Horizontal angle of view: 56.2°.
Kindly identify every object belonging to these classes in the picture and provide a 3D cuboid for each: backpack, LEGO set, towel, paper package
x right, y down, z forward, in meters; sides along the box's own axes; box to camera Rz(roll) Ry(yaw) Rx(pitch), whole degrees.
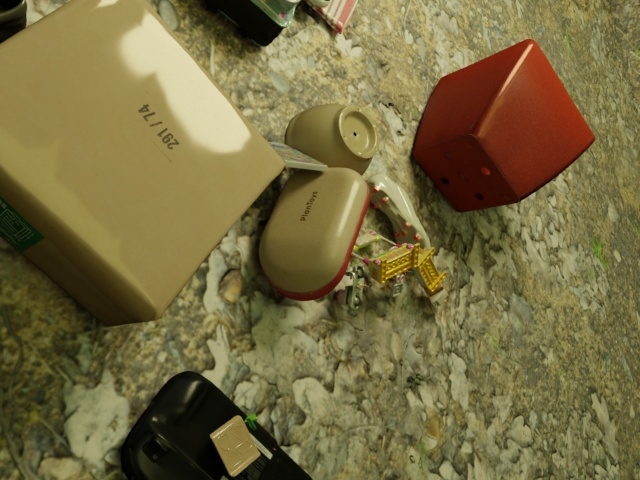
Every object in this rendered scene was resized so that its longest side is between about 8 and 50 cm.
[{"bbox_3d":[-0.096,-0.456,1.012,0.166,0.144,0.188,33,54,-23],"label":"backpack"},{"bbox_3d":[0.136,0.049,1.109,0.287,0.107,0.132,4,109,-45],"label":"LEGO set"},{"bbox_3d":[-0.009,-0.516,1.184,0.197,0.029,0.144,36,56,-24],"label":"towel"},{"bbox_3d":[-0.255,-0.102,0.745,0.325,0.168,0.309,49,51,-19],"label":"paper package"}]

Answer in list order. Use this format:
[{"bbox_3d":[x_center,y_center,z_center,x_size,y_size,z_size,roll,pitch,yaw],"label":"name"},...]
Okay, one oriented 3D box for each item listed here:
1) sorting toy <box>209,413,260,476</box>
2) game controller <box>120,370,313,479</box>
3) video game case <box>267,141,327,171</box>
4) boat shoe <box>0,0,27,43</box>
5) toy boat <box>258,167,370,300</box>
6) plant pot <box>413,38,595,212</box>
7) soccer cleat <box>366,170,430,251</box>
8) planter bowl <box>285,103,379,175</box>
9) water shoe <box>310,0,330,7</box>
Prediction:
[{"bbox_3d":[-0.106,0.267,0.799,0.083,0.012,0.062,-25,83,-52],"label":"sorting toy"},{"bbox_3d":[-0.118,0.326,0.814,0.319,0.067,0.166,50,36,-18],"label":"game controller"},{"bbox_3d":[-0.058,-0.139,0.970,0.087,0.122,0.011,1,113,-41],"label":"video game case"},{"bbox_3d":[-0.494,-0.282,0.640,0.335,0.096,0.112,1,76,-41],"label":"boat shoe"},{"bbox_3d":[0.000,0.000,0.975,0.231,0.151,0.151,-69,150,-31],"label":"toy boat"},{"bbox_3d":[0.358,-0.209,1.264,0.267,0.267,0.235,49,62,-19],"label":"plant pot"},{"bbox_3d":[0.159,-0.049,1.159,0.196,0.068,0.076,53,46,-11],"label":"soccer cleat"},{"bbox_3d":[0.035,-0.173,1.058,0.162,0.109,0.162,13,69,-38],"label":"planter bowl"},{"bbox_3d":[0.002,-0.540,1.128,0.073,0.080,0.203,8,70,-36],"label":"water shoe"}]
